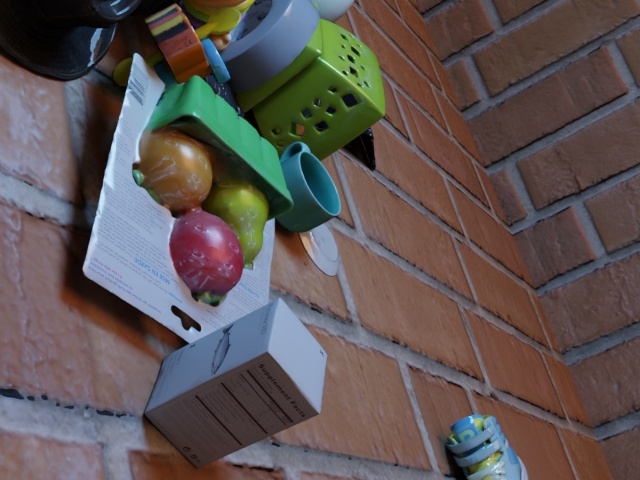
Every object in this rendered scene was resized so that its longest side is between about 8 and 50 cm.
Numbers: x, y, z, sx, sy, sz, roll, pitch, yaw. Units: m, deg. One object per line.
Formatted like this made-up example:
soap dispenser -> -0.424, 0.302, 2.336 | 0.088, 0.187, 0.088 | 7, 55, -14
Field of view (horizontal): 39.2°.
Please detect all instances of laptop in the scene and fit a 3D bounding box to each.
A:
laptop -> 0.030, -0.307, 2.129 | 0.264, 0.137, 0.234 | 77, -4, -65

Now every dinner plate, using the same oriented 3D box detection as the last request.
dinner plate -> 0.000, 0.000, 1.686 | 0.141, 0.017, 0.141 | 46, 27, -32

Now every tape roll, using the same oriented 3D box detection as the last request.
tape roll -> -0.110, -0.366, 1.598 | 0.072, 0.219, 0.219 | 45, 27, -34

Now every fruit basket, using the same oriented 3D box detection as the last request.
fruit basket -> -0.173, -0.023, 1.195 | 0.327, 0.165, 0.353 | 41, 45, -42

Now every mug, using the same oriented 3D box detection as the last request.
mug -> -0.038, -0.085, 1.589 | 0.129, 0.097, 0.158 | 53, 22, -19

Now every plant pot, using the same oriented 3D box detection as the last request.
plant pot -> -0.032, -0.302, 1.705 | 0.207, 0.227, 0.228 | 42, 28, -31

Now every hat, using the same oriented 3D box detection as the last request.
hat -> -0.297, -0.373, 1.144 | 0.331, 0.134, 0.331 | 1, 90, -66

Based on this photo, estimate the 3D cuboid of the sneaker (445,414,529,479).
sneaker -> 0.316, 0.456, 1.707 | 0.208, 0.127, 0.319 | 58, 12, -15

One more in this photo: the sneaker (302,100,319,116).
sneaker -> -0.069, -0.367, 1.880 | 0.228, 0.087, 0.092 | 59, 18, -15

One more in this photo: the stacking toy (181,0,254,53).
stacking toy -> -0.163, -0.395, 1.424 | 0.302, 0.166, 0.175 | 111, -5, -66

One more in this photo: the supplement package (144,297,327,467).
supplement package -> -0.095, 0.166, 1.042 | 0.105, 0.179, 0.105 | 53, 23, -23

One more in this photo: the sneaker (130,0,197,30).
sneaker -> -0.239, -0.408, 1.522 | 0.121, 0.111, 0.300 | 66, 25, -13

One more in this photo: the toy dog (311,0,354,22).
toy dog -> -0.066, -0.629, 1.836 | 0.395, 0.284, 0.408 | 24, -23, 48

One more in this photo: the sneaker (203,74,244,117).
sneaker -> -0.187, -0.256, 1.529 | 0.170, 0.051, 0.089 | 53, 22, -33

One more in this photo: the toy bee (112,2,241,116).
toy bee -> -0.220, -0.274, 1.340 | 0.195, 0.298, 0.162 | -25, 75, -24
